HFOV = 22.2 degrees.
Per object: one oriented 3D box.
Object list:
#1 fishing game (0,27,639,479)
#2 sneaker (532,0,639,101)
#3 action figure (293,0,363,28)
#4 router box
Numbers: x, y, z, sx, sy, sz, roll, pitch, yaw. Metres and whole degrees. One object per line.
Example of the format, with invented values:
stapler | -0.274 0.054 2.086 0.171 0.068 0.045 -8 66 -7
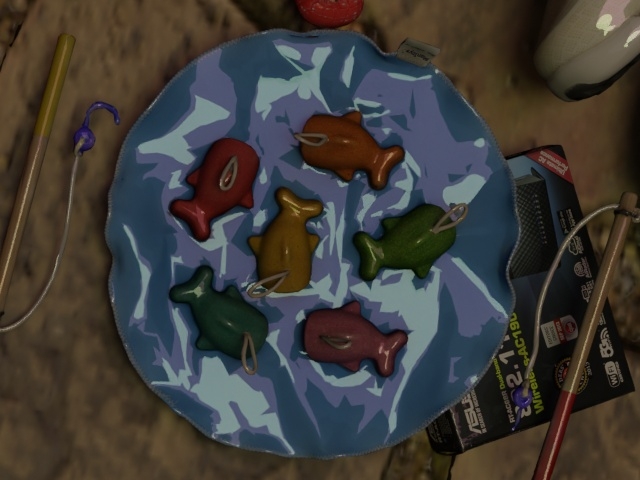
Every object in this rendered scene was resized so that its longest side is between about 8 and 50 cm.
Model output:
fishing game | 0.000 0.000 0.685 0.264 0.041 0.189 19 86 -5
sneaker | 0.141 -0.197 0.760 0.118 0.110 0.292 24 68 -7
action figure | -0.062 -0.216 0.692 0.139 0.091 0.280 -20 89 -29
router box | 0.080 0.026 0.739 0.092 0.038 0.122 -17 89 -19
